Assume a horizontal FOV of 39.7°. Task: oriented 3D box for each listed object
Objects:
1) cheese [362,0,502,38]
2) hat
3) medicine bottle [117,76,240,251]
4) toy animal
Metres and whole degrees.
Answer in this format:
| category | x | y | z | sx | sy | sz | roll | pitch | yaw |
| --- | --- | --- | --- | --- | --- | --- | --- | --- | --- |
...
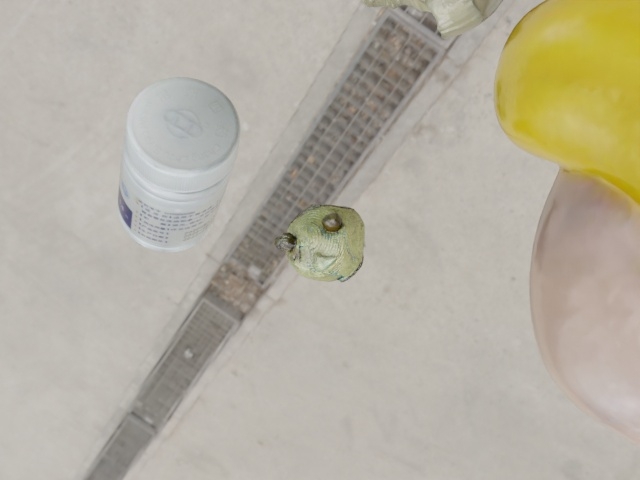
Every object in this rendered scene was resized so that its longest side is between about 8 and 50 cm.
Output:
| category | x | y | z | sx | sy | sz | roll | pitch | yaw |
| --- | --- | --- | --- | --- | --- | --- | --- | --- | --- |
| cheese | 0.087 | -0.335 | 1.032 | 0.286 | 0.163 | 0.082 | 23 | 177 | 33 |
| hat | 0.000 | -0.001 | 0.856 | 0.077 | 0.076 | 0.059 | -2 | 165 | 29 |
| medicine bottle | -0.254 | -0.124 | 1.552 | 0.190 | 0.190 | 0.332 | 33 | 152 | 0 |
| toy animal | 0.291 | -0.030 | 0.610 | 0.277 | 0.246 | 0.345 | -4 | 95 | 65 |
